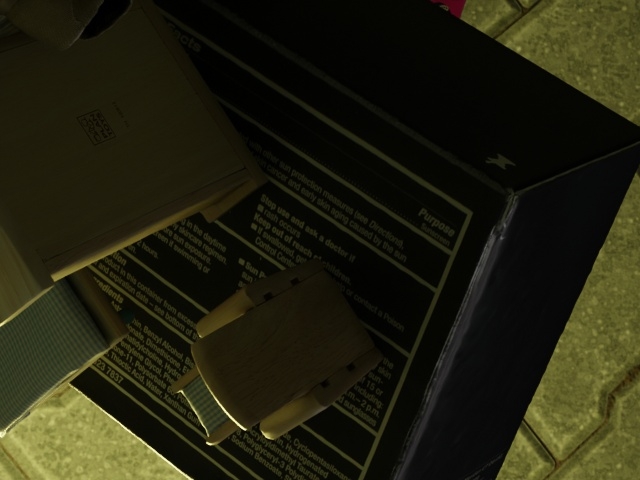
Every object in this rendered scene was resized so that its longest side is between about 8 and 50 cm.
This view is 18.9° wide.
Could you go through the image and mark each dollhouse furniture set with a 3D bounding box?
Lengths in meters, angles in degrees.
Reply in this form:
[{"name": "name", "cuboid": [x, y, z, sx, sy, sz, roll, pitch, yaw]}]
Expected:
[{"name": "dollhouse furniture set", "cuboid": [-0.187, 0.047, 1.091, 0.303, 0.286, 0.198, -36, 176, 38]}]

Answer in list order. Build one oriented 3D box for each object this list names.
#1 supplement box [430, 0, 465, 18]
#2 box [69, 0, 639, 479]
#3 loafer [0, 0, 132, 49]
[{"name": "supplement box", "cuboid": [0.057, -0.237, 1.477, 0.114, 0.111, 0.220, -32, -146, 56]}, {"name": "box", "cuboid": [0.000, 0.000, 1.191, 0.182, 0.296, 0.294, -23, 141, -50]}, {"name": "loafer", "cuboid": [-0.119, -0.132, 0.987, 0.056, 0.050, 0.148, -34, -174, 33]}]
